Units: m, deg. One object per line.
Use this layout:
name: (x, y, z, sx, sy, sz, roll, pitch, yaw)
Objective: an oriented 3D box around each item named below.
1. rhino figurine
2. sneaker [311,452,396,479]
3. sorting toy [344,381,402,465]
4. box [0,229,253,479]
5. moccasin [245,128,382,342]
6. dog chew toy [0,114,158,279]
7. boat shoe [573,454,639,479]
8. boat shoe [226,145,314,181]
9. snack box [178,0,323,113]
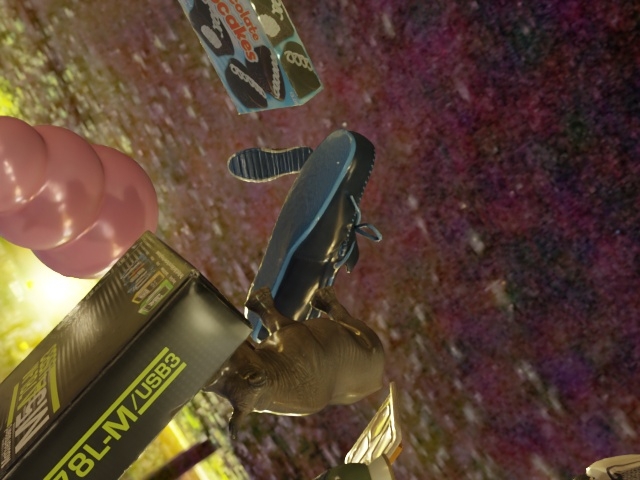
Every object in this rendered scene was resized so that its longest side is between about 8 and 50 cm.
rhino figurine: (-0.029, 0.092, 0.636, 0.106, 0.243, 0.073, 43, 111, 24)
sneaker: (0.029, 0.257, 0.604, 0.064, 0.086, 0.192, 82, 177, -54)
sorting toy: (0.096, 0.376, 1.458, 0.038, 0.208, 0.193, 26, -166, -4)
box: (-0.129, 0.082, 0.424, 0.045, 0.184, 0.190, 47, 172, -17)
moccasin: (0.000, 0.000, 1.163, 0.342, 0.116, 0.138, -61, 26, 29)
dog chew toy: (-0.380, -0.069, 1.164, 0.206, 0.206, 0.332, 45, -177, 31)
boat shoe: (0.379, 0.214, 0.630, 0.158, 0.340, 0.127, 176, 87, -74)
boat shoe: (-0.103, -0.148, 1.603, 0.066, 0.183, 0.066, 6, 101, 63)
snack box: (-0.136, -0.359, 1.293, 0.187, 0.060, 0.322, 4, 128, 52)
